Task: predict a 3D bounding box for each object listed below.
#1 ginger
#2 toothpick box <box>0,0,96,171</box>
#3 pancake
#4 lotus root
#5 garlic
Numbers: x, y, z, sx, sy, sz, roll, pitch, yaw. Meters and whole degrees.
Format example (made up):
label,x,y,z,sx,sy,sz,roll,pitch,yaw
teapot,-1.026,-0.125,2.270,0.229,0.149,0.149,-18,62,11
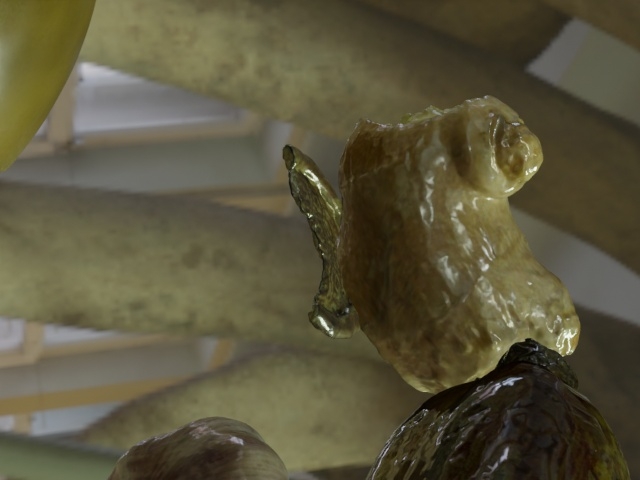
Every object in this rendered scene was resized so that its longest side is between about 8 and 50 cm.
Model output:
label,x,y,z,sx,sy,sz,roll,pitch,yaw
ginger,0.117,-0.004,1.222,0.275,0.130,0.221,48,-70,15
toothpick box,-0.418,-0.251,1.349,0.425,0.409,0.409,-55,-153,6
pancake,0.000,0.000,1.357,0.190,0.020,0.184,65,22,-8
lotus root,0.103,0.225,0.957,0.179,0.196,0.397,57,39,-27
garlic,-0.162,0.279,1.388,0.245,0.253,0.245,-24,-126,37
